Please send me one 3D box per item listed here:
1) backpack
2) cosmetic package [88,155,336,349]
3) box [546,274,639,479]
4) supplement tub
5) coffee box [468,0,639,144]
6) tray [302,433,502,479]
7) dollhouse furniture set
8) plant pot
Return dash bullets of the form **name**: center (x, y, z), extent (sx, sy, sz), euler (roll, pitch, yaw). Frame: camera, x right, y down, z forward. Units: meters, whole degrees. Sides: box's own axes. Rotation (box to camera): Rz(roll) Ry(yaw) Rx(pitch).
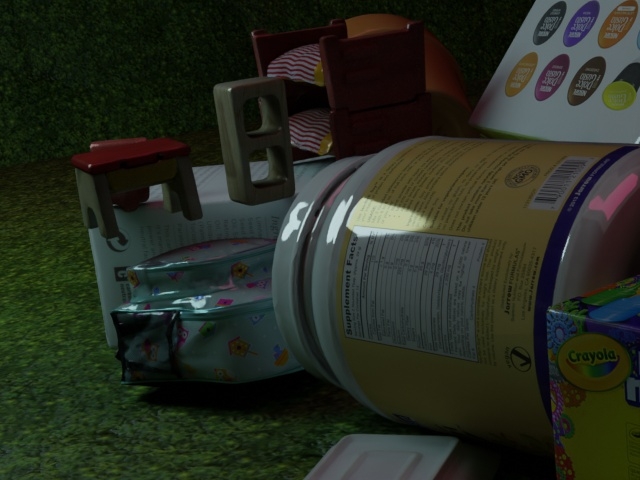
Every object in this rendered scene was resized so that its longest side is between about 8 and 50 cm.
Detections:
- **backpack**: center (-0.085, 0.071, 1.239), extent (0.188, 0.144, 0.166), euler (6, 13, 36)
- **cosmetic package**: center (0.000, 0.000, 1.447), extent (0.453, 0.161, 0.230), euler (-5, 13, 10)
- **box**: center (0.336, 0.110, 0.761), extent (0.279, 0.177, 0.290), euler (-15, 15, -35)
- **supplement tub**: center (0.145, 0.040, 1.020), extent (0.241, 0.241, 0.331), euler (-18, 17, -41)
- **coffee box**: center (0.412, -0.154, 1.249), extent (0.338, 0.334, 0.337), euler (30, 0, -20)
- **tray**: center (0.026, 0.189, 0.906), extent (0.145, 0.030, 0.270), euler (-3, 13, 22)
- **dollhouse furniture set**: center (-0.088, -0.127, 1.344), extent (0.374, 0.152, 0.201), euler (-13, 15, -25)
- **plant pot**: center (0.102, -0.165, 1.923), extent (0.291, 0.290, 0.203), euler (-10, 29, -14)
